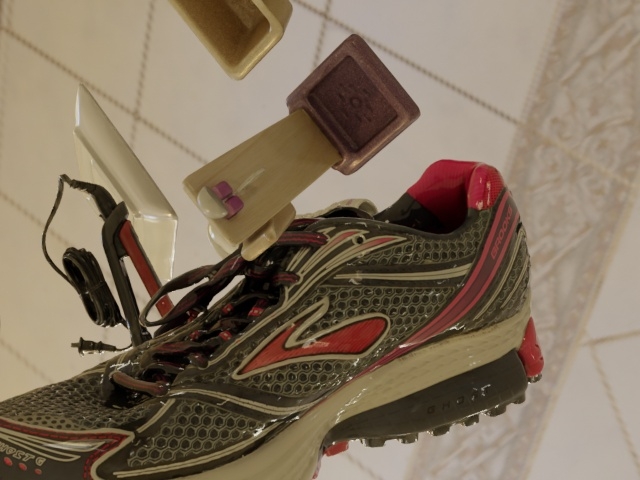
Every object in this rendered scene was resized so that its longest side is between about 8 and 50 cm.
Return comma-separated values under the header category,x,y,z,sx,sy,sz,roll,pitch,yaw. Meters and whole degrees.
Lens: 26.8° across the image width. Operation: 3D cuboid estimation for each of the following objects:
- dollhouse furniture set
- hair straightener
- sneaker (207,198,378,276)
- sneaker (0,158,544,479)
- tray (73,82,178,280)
category,x,y,z,sx,sy,sz,roll,pitch,yaw
dollhouse furniture set,-0.048,-0.047,0.444,0.114,0.081,0.091,51,134,0
hair straightener,-0.156,0.058,1.031,0.089,0.047,0.230,-27,93,1
sneaker,0.000,0.000,1.681,0.305,0.114,0.152,19,113,23
sneaker,-0.028,0.045,0.605,0.121,0.299,0.112,16,118,49
tray,-0.186,-0.039,1.248,0.145,0.030,0.270,53,166,6
